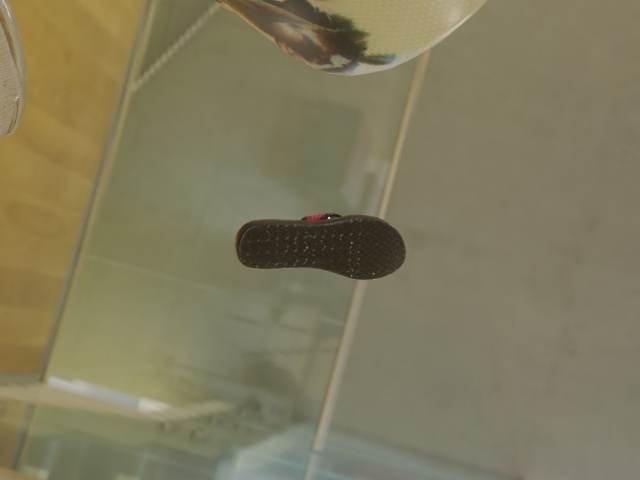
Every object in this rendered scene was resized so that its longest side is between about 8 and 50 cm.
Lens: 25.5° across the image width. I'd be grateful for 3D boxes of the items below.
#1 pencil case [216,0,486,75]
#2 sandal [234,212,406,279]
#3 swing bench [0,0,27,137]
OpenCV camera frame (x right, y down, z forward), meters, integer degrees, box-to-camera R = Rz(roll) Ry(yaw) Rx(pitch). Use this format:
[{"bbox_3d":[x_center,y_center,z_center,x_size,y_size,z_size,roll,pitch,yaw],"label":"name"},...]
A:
[{"bbox_3d":[-0.114,-0.150,0.278,0.183,0.410,0.160,-37,-128,41],"label":"pencil case"},{"bbox_3d":[0.000,0.000,1.399,0.040,0.179,0.067,-127,-136,-63],"label":"sandal"},{"bbox_3d":[-0.297,-0.043,0.843,0.255,0.165,0.253,-42,-165,21],"label":"swing bench"}]
